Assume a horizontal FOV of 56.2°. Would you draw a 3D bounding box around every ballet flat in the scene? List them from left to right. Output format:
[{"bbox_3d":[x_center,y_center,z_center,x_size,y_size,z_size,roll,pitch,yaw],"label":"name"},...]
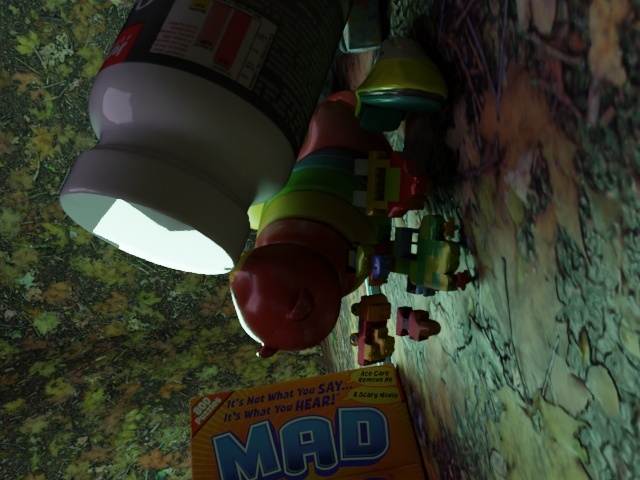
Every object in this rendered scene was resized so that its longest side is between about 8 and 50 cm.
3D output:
[{"bbox_3d":[0.073,-0.159,0.599,0.231,0.077,0.077,-129,47,-84],"label":"ballet flat"}]

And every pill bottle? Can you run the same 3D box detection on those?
[{"bbox_3d":[-0.105,-0.163,0.617,0.210,0.210,0.362,93,-166,-68],"label":"pill bottle"}]

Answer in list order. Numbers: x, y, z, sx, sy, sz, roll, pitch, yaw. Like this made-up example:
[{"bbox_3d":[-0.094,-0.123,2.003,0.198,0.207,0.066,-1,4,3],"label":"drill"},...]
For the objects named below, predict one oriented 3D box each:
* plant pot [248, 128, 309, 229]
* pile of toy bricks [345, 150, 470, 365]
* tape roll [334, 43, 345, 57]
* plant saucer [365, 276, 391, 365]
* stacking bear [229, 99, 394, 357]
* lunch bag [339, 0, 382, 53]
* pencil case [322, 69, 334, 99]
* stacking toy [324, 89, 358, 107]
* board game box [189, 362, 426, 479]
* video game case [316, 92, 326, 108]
[{"bbox_3d":[-0.123,-0.150,1.120,0.239,0.254,0.254,71,-175,-54],"label":"plant pot"},{"bbox_3d":[0.098,0.021,0.587,0.105,0.118,0.212,10,100,49],"label":"pile of toy bricks"},{"bbox_3d":[-0.009,-0.423,1.032,0.219,0.072,0.219,172,90,-85],"label":"tape roll"},{"bbox_3d":[0.106,0.154,1.106,0.067,0.018,0.191,-149,49,-84],"label":"plant saucer"},{"bbox_3d":[-0.009,0.000,0.681,0.175,0.164,0.289,-44,14,41],"label":"stacking bear"},{"bbox_3d":[0.049,-0.273,0.756,0.083,0.053,0.071,-86,-9,-74],"label":"lunch bag"},{"bbox_3d":[-0.019,-0.233,1.282,0.124,0.114,0.273,-125,23,-49],"label":"pencil case"},{"bbox_3d":[0.029,-0.113,0.949,0.330,0.141,0.141,104,158,-61],"label":"stacking toy"},{"bbox_3d":[-0.010,0.480,1.044,0.356,0.357,0.356,86,174,-51],"label":"board game box"},{"bbox_3d":[-0.037,-0.227,1.169,0.227,0.026,0.206,57,153,4],"label":"video game case"}]
